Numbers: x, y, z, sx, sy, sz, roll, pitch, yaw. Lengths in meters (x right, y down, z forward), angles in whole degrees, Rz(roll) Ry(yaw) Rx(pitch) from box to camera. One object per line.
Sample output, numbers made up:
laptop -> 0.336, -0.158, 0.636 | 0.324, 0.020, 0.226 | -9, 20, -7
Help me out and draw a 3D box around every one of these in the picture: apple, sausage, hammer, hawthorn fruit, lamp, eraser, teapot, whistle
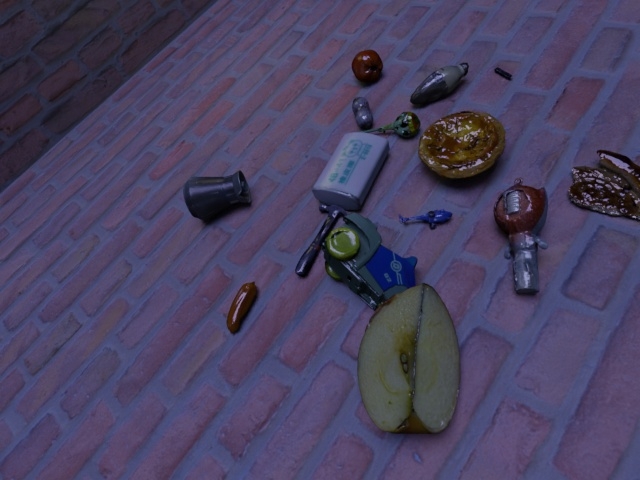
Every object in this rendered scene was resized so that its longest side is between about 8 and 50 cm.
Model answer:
apple -> 0.221, 0.291, 1.005 | 0.253, 0.179, 0.347 | 7, 69, 6
sausage -> -0.260, 0.212, 1.323 | 0.062, 0.054, 0.183 | -4, 54, 53
hammer -> 0.000, 0.000, 1.377 | 0.137, 0.037, 0.290 | 15, 64, 30
hawthorn fruit -> 0.200, -0.759, 1.759 | 0.132, 0.133, 0.138 | -36, 43, -6
lamp -> 0.458, -0.606, 1.574 | 0.249, 0.101, 0.101 | -29, 52, 4
eraser -> 0.112, -0.254, 1.467 | 0.188, 0.104, 0.290 | 13, 62, 32
teapot -> -0.397, -0.188, 1.591 | 0.224, 0.171, 0.203 | -14, 23, 3
whistle -> 0.560, -0.025, 1.132 | 0.142, 0.133, 0.347 | -8, 63, 34

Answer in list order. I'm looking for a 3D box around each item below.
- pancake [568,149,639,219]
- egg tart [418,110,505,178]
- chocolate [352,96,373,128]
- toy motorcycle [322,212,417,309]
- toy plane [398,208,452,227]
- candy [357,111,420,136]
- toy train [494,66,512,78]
pancake -> 0.851, -0.165, 1.154 | 0.257, 0.056, 0.213 | 22, 67, 31
egg tart -> 0.467, -0.308, 1.361 | 0.289, 0.115, 0.291 | -12, 53, 16
chocolate -> 0.169, -0.517, 1.641 | 0.072, 0.072, 0.167 | -18, 54, 9
toy motorcycle -> 0.166, 0.080, 1.190 | 0.200, 0.191, 0.326 | -41, 72, -19
toy plane -> 0.335, -0.075, 1.298 | 0.167, 0.054, 0.062 | -6, 31, 16
candy -> 0.232, -0.424, 1.567 | 0.305, 0.083, 0.092 | -6, 72, 27
toy train -> 0.700, -0.638, 1.555 | 0.017, 0.017, 0.083 | -33, 52, 0
